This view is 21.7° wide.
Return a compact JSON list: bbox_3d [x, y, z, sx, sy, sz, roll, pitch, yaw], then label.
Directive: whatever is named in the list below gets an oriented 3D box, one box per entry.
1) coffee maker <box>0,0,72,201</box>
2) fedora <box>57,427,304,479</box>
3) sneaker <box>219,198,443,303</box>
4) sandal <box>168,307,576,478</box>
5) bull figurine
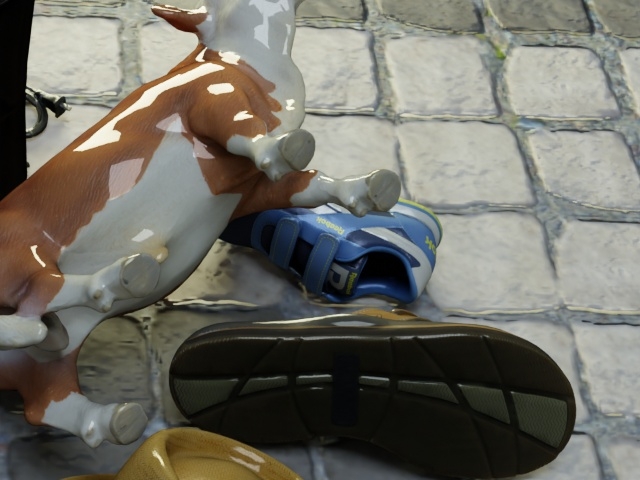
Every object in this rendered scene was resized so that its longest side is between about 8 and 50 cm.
[{"bbox_3d":[-0.215,-0.101,0.921,0.120,0.178,0.171,20,47,4],"label":"coffee maker"},{"bbox_3d":[-0.052,0.142,0.760,0.194,0.079,0.194,22,18,-8],"label":"fedora"},{"bbox_3d":[0.000,0.000,0.967,0.144,0.053,0.059,10,49,-3],"label":"sneaker"},{"bbox_3d":[0.029,0.075,0.900,0.219,0.090,0.060,3,25,-1],"label":"sandal"},{"bbox_3d":[-0.080,-0.028,0.886,0.310,0.101,0.188,-46,36,-16],"label":"bull figurine"}]
